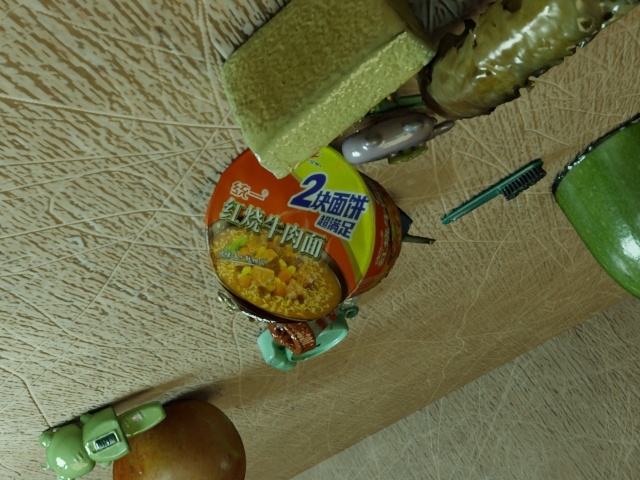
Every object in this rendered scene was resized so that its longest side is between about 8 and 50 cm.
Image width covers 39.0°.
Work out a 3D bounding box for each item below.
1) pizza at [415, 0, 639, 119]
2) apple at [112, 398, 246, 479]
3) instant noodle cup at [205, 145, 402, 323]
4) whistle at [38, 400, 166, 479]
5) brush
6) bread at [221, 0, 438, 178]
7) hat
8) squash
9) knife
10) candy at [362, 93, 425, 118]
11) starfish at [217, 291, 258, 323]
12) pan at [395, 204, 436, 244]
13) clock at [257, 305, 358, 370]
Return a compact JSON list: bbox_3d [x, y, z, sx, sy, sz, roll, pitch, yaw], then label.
[{"bbox_3d":[0.199,-0.222,0.748,0.435,0.080,0.392,-49,-175,35],"label":"pizza"},{"bbox_3d":[-0.272,0.423,1.740,0.254,0.253,0.253,-24,159,-10],"label":"apple"},{"bbox_3d":[-0.005,-0.009,1.077,0.213,0.213,0.174,-35,166,18],"label":"instant noodle cup"},{"bbox_3d":[-0.380,0.341,1.576,0.227,0.105,0.085,-25,-171,-14],"label":"whistle"},{"bbox_3d":[0.290,-0.071,1.500,0.193,0.032,0.043,-33,159,11],"label":"brush"},{"bbox_3d":[0.000,-0.160,0.816,0.188,0.125,0.068,-38,145,24],"label":"bread"},{"bbox_3d":[-0.005,0.117,1.540,0.162,0.093,0.112,-40,173,-19],"label":"hat"},{"bbox_3d":[0.615,-0.036,1.587,0.310,0.308,0.310,-24,158,-11],"label":"squash"},{"bbox_3d":[0.083,-0.104,0.980,0.132,0.038,0.398,-22,-179,11],"label":"knife"},{"bbox_3d":[0.063,-0.149,0.988,0.262,0.073,0.077,-12,176,-28],"label":"candy"},{"bbox_3d":[-0.052,0.052,1.351,0.213,0.057,0.238,-28,145,-14],"label":"starfish"},{"bbox_3d":[0.084,-0.007,1.377,0.128,0.048,0.202,-31,157,14],"label":"pan"},{"bbox_3d":[-0.016,0.166,1.644,0.189,0.060,0.148,-31,158,7],"label":"clock"}]
